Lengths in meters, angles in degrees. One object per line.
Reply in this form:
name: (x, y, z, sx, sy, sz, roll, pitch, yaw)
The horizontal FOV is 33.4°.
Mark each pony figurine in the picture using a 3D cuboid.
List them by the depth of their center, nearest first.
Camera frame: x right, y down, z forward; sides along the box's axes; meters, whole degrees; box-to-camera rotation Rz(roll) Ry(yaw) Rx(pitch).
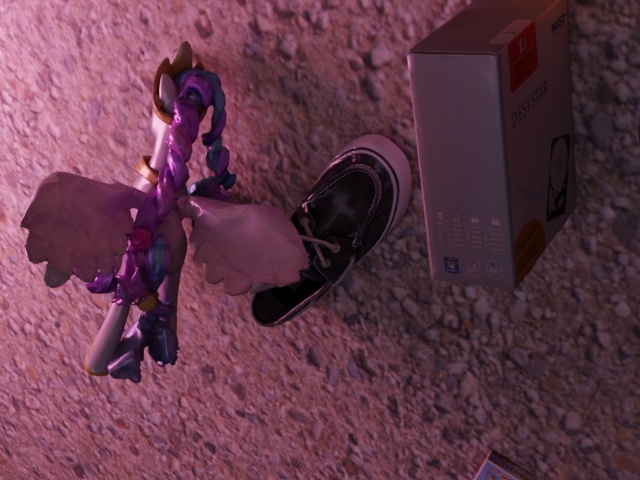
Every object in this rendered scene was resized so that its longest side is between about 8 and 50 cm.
pony figurine: (-0.195, -0.008, 1.248, 0.303, 0.351, 0.363, 10, 129, -16)

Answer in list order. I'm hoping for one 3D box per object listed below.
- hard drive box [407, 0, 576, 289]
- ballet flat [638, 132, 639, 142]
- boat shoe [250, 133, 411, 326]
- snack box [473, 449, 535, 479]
hard drive box: (0.169, -0.099, 1.017, 0.089, 0.181, 0.232, 7, 122, 31)
ballet flat: (0.358, -0.020, 1.026, 0.068, 0.072, 0.213, -14, 112, 10)
boat shoe: (0.000, 0.000, 1.248, 0.108, 0.102, 0.301, 44, 133, 4)
snack box: (0.213, 0.347, 1.375, 0.064, 0.022, 0.178, 32, 131, 15)
